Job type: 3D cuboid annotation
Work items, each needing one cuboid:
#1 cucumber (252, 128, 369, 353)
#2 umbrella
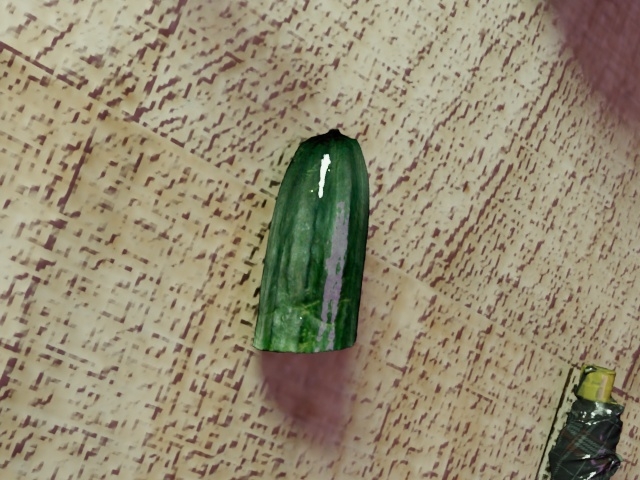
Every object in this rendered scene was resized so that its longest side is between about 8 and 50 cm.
[{"bbox_3d":[0.000,0.000,0.584,0.048,0.048,0.105,9,89,-41],"label":"cucumber"},{"bbox_3d":[0.148,0.143,0.738,0.040,0.037,0.144,11,91,-28],"label":"umbrella"}]
